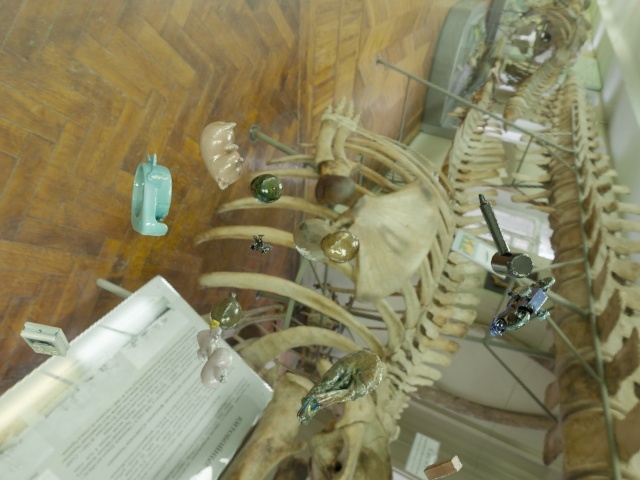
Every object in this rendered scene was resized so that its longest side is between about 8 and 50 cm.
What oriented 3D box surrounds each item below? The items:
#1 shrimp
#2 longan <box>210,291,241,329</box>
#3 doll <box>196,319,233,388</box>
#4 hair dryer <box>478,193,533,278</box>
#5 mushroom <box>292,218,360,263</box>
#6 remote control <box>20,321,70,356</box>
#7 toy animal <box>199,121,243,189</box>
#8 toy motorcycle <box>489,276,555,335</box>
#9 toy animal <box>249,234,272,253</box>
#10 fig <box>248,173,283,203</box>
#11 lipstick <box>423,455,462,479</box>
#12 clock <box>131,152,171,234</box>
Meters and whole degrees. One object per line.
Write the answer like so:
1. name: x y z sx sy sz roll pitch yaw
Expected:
1. shrimp: 0.086 0.633 1.801 0.445 0.221 0.110 -32 128 -23
2. longan: -0.489 0.368 2.189 0.185 0.159 0.205 162 -54 -76
3. doll: -0.418 0.440 1.624 0.094 0.365 0.160 31 94 -33
4. hair dryer: 0.495 -0.017 1.147 0.114 0.070 0.248 -148 -143 -87
5. mushroom: 0.000 0.000 1.247 0.350 0.128 0.128 18 -92 66
6. remote control: -0.947 0.350 1.450 0.277 0.102 0.056 132 -31 -56
7. toy animal: -0.390 -0.338 1.650 0.166 0.154 0.250 -68 150 -69
8. toy motorcycle: 0.714 0.231 1.491 0.315 0.113 0.169 -35 177 -32
9. toy animal: -0.314 0.021 2.192 0.220 0.062 0.108 -11 90 -67
10. fig: -0.216 -0.185 1.543 0.117 0.177 0.117 6 81 -41
11. lipstick: 0.450 0.841 1.543 0.045 0.045 0.145 -7 149 -46
12. clock: -0.575 -0.158 1.429 0.094 0.223 0.274 5 96 -35
